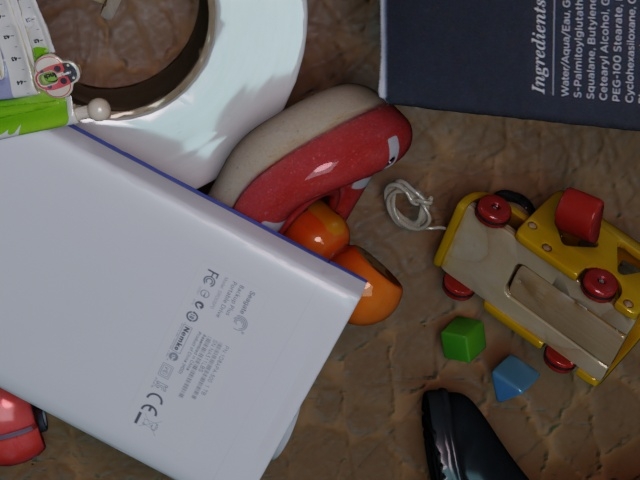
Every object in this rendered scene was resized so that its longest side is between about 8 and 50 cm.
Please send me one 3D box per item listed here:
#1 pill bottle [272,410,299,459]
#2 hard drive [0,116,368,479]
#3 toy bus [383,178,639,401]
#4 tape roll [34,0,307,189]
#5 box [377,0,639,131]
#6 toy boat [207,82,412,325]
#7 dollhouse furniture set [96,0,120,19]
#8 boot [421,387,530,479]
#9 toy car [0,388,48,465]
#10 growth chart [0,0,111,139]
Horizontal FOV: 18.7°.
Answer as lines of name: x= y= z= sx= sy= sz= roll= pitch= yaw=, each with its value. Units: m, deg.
pill bottle: x=-0.096 y=0.118 z=1.519 sx=0.152 sy=0.086 sz=0.086 roll=21 pitch=101 yaw=-13
hard drive: x=-0.153 y=0.040 z=1.388 sx=0.319 sy=0.040 sz=0.210 roll=28 pitch=119 yaw=0
toy bus: x=0.177 y=0.015 z=1.520 sx=0.104 sy=0.191 sz=0.202 roll=-40 pitch=115 yaw=-42
tape roll: x=-0.154 y=-0.172 z=1.424 sx=0.286 sy=0.100 sz=0.286 roll=-2 pitch=106 yaw=-7
box: x=0.278 y=-0.197 z=1.290 sx=0.395 sy=0.293 sz=0.212 roll=8 pitch=107 yaw=29
toy boat: x=0.000 y=0.000 z=1.424 sx=0.151 sy=0.151 sz=0.231 roll=43 pitch=130 yaw=16
dollhouse furniture set: x=-0.185 y=-0.264 z=1.266 sx=0.182 sy=0.101 sz=0.161 roll=22 pitch=128 yaw=-14
boot: x=0.202 y=0.218 z=1.570 sx=0.207 sy=0.094 sz=0.246 roll=-14 pitch=91 yaw=-4
toy car: x=-0.288 y=0.050 z=1.489 sx=0.225 sy=0.053 sz=0.239 roll=18 pitch=102 yaw=-13
growth chart: x=-0.261 y=-0.156 z=1.270 sx=0.172 sy=0.021 sz=0.237 roll=-16 pitch=120 yaw=17
